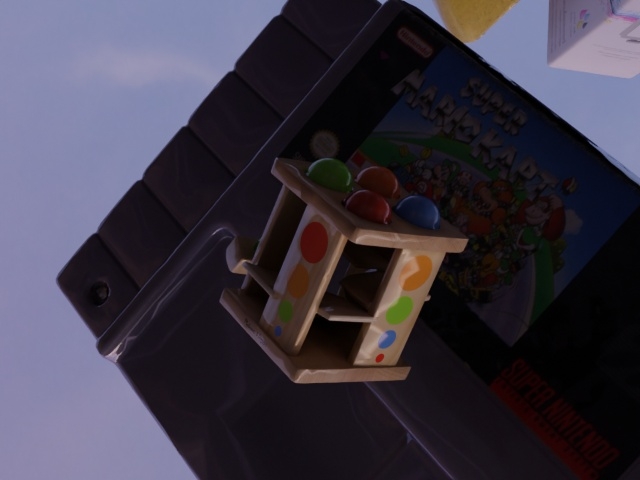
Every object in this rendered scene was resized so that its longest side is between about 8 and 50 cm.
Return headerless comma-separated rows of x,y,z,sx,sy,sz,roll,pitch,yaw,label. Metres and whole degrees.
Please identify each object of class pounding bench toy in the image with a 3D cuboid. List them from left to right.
0.000,0.000,0.393,0.052,0.065,0.083,5,-154,-40,pounding bench toy

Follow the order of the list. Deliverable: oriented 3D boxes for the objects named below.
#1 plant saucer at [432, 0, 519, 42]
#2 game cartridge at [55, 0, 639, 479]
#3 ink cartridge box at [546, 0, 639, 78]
0.148,-0.374,0.840,0.081,0.332,0.333,22,-143,-42,plant saucer
0.042,0.046,0.481,0.230,0.068,0.355,-52,-125,11,game cartridge
0.209,-0.187,0.669,0.067,0.198,0.115,7,-103,-13,ink cartridge box
